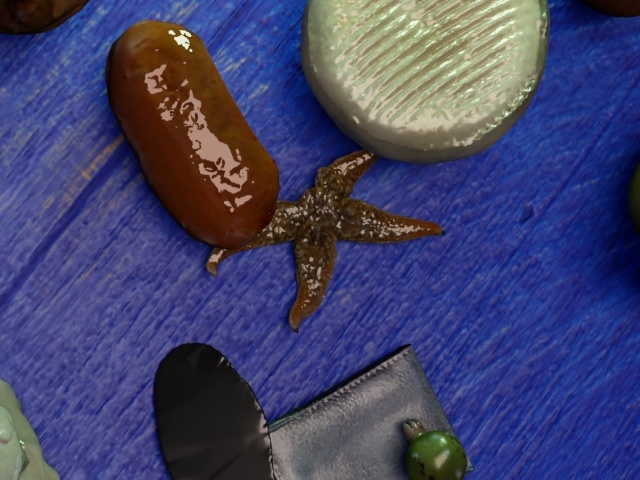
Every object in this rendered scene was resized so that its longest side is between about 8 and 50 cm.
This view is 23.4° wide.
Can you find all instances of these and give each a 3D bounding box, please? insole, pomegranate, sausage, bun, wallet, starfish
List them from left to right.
[{"bbox_3d":[-0.137,-0.110,1.619,0.133,0.133,0.258,-30,94,-17],"label":"sausage"},{"bbox_3d":[-0.082,0.269,1.628,0.119,0.009,0.348,-25,79,-8],"label":"insole"},{"bbox_3d":[0.000,0.001,1.698,0.247,0.050,0.138,-34,97,-10],"label":"starfish"},{"bbox_3d":[0.043,0.234,1.701,0.222,0.036,0.167,-30,95,-19],"label":"wallet"},{"bbox_3d":[0.110,-0.213,1.695,0.287,0.146,0.287,2,75,-7],"label":"bun"},{"bbox_3d":[0.121,0.236,1.679,0.073,0.084,0.073,-10,118,-20],"label":"pomegranate"}]

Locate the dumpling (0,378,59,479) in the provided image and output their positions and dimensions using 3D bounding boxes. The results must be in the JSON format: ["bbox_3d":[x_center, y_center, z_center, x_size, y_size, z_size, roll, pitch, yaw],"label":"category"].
[{"bbox_3d":[-0.356,0.209,1.530,0.258,0.147,0.193,53,44,-8],"label":"dumpling"}]

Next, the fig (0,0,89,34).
[{"bbox_3d":[-0.301,-0.332,1.544,0.224,0.224,0.263,11,87,-16],"label":"fig"}]

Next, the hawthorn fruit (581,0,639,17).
[{"bbox_3d":[0.349,-0.377,1.749,0.208,0.208,0.248,-37,102,-16],"label":"hawthorn fruit"}]

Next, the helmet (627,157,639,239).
[{"bbox_3d":[0.431,-0.063,1.788,0.257,0.140,0.205,-40,130,-6],"label":"helmet"}]
